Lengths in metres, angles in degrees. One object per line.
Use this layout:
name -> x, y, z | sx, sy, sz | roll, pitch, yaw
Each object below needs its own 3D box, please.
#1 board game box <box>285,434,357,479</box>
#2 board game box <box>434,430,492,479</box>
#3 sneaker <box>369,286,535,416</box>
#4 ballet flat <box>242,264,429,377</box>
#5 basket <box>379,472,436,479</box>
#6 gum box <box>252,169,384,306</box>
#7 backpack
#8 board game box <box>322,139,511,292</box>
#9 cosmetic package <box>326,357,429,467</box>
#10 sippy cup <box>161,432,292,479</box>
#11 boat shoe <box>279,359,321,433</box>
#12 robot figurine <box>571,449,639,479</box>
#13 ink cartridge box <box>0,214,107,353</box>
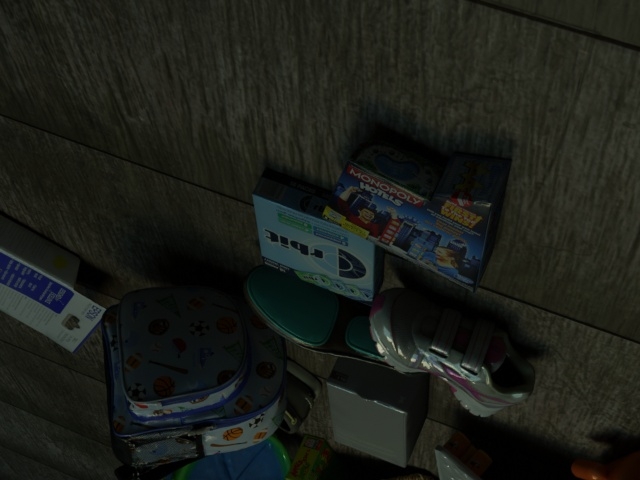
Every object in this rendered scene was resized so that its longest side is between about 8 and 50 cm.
board game box -> 0.004, 0.444, 2.301 | 0.043, 0.092, 0.181 | 9, 150, 31
board game box -> 0.348, 0.484, 1.929 | 0.390, 0.050, 0.390 | 38, 165, 23
sneaker -> 0.174, 0.131, 1.555 | 0.252, 0.103, 0.111 | 31, 151, -25
ballet flat -> 0.024, 0.118, 1.672 | 0.280, 0.095, 0.096 | 25, 167, 3
basket -> 0.116, 0.551, 2.257 | 0.299, 0.223, 0.213 | -18, 165, 21
gum box -> 0.000, 0.000, 1.521 | 0.157, 0.041, 0.184 | 20, 155, 12
backpack -> -0.177, 0.185, 1.787 | 0.263, 0.276, 0.213 | -4, 149, -12
board game box -> 0.116, -0.043, 1.311 | 0.194, 0.060, 0.194 | 27, 154, 0
cosmetic package -> 0.086, 0.235, 1.821 | 0.127, 0.107, 0.238 | 20, 151, 12
sippy cup -> -0.200, 0.425, 2.308 | 0.240, 0.305, 0.224 | 13, -178, -28
boat shoe -> -0.137, 0.196, 1.963 | 0.305, 0.091, 0.109 | 35, 153, -18
robot figurine -> 0.430, 0.357, 1.702 | 0.158, 0.128, 0.219 | 3, 158, -15
ink cartridge box -> -0.504, 0.059, 2.079 | 0.307, 0.072, 0.303 | 29, 154, -12
